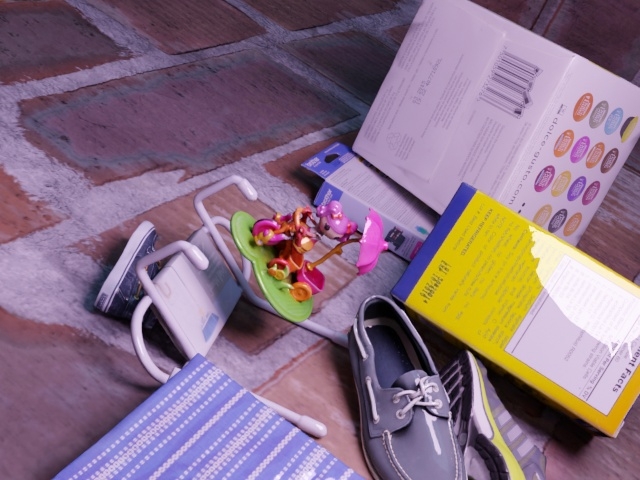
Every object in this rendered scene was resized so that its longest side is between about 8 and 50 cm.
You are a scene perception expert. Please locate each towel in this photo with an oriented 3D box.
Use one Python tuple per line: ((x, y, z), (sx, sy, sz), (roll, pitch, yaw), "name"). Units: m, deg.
((-0.069, 0.269, 0.919), (0.336, 0.040, 0.243), (34, 45, 17), "towel")

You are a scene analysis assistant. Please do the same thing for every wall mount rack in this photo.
((-0.094, 0.092, 1.239), (0.304, 0.130, 0.350), (59, 26, -17), "wall mount rack")

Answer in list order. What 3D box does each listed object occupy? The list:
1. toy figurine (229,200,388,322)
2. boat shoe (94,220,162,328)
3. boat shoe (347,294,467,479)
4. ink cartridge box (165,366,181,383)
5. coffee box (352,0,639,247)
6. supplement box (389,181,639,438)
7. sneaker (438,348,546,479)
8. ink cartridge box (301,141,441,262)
((0.000, 0.000, 1.184), (0.173, 0.159, 0.130), (50, 28, -26), "toy figurine")
((-0.233, 0.048, 1.263), (0.083, 0.065, 0.183), (28, 34, -9), "boat shoe")
((0.102, 0.200, 1.186), (0.116, 0.099, 0.319), (-9, 43, -8), "boat shoe")
((-0.142, 0.222, 1.045), (0.109, 0.063, 0.150), (23, 31, -3), "ink cartridge box")
((0.332, -0.208, 1.718), (0.334, 0.338, 0.338), (9, 23, -48), "coffee box")
((0.303, 0.105, 1.366), (0.356, 0.194, 0.195), (33, -4, 13), "supplement box")
((0.220, 0.265, 1.234), (0.121, 0.111, 0.300), (28, 29, -26), "sneaker")
((0.118, -0.061, 1.692), (0.311, 0.065, 0.186), (33, 29, 8), "ink cartridge box")
